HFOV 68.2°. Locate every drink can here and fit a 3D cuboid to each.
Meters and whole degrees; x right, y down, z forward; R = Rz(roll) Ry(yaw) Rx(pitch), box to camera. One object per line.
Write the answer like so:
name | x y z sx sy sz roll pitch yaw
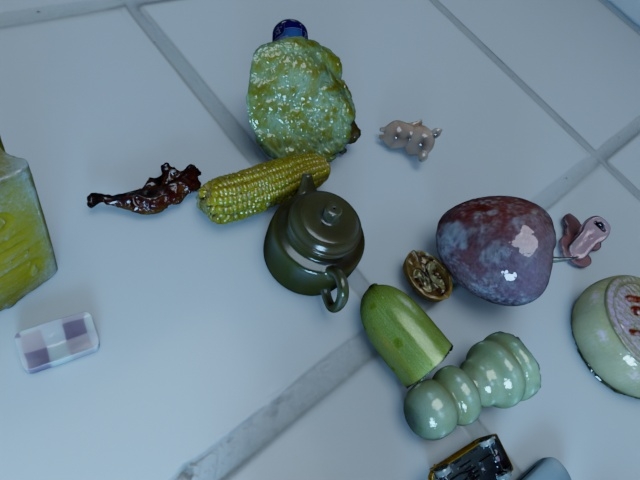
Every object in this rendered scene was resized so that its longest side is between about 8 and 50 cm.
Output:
drink can | -0.074 -0.430 1.160 0.097 0.097 0.236 8 57 -16

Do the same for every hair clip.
hair clip | 0.660 0.004 1.209 0.123 0.102 0.138 38 87 7

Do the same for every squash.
squash | 0.145 0.157 0.864 0.123 0.123 0.187 -28 73 -32

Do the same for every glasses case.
glasses case | 0.367 0.442 0.813 0.178 0.045 0.067 -21 69 -29

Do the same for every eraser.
eraser | -0.396 0.153 0.715 0.105 0.026 0.065 -18 70 -30

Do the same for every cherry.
cherry | 0.382 0.021 0.982 0.285 0.213 0.236 10 23 11

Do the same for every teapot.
teapot | 0.000 0.000 0.872 0.185 0.175 0.268 -8 63 -22

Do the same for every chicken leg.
chicken leg | -0.315 -0.090 0.884 0.219 0.048 0.089 -33 72 -33

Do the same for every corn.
corn | -0.102 -0.109 0.944 0.291 0.101 0.101 -21 69 -31

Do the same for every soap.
soap | -0.462 -0.002 0.633 0.089 0.274 0.173 42 54 9

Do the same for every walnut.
walnut | 0.214 0.080 0.977 0.091 0.052 0.121 -22 67 -29

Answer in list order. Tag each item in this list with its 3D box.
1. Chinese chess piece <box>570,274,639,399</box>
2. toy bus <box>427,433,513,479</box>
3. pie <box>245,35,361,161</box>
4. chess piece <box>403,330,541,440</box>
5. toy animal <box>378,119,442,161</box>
Chinese chess piece | 0.692 0.209 1.045 0.269 0.112 0.270 11 56 -16
toy bus | 0.239 0.385 0.783 0.162 0.074 0.070 -15 73 -30
pie | -0.040 -0.291 1.019 0.257 0.105 0.275 -26 112 -24
chess piece | 0.255 0.266 0.841 0.243 0.133 0.133 -18 67 -22
toy animal | 0.217 -0.251 1.169 0.149 0.084 0.089 13 33 7
